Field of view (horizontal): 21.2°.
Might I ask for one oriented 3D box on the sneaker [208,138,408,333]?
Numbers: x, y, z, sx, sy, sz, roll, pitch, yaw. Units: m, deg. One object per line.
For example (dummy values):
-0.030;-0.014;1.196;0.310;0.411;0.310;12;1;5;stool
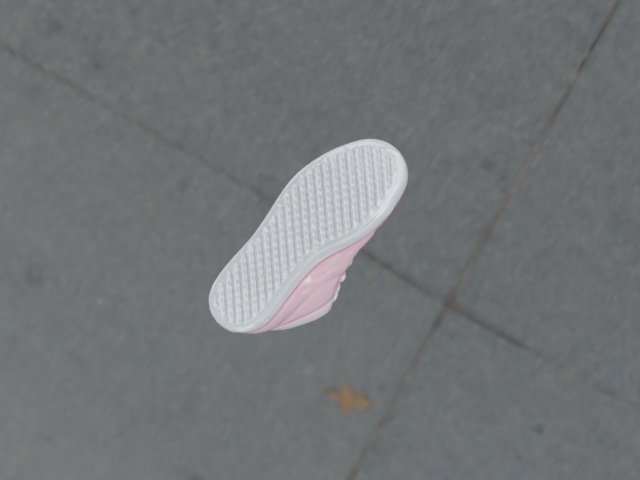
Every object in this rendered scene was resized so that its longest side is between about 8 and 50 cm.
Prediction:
0.000;0.000;0.942;0.134;0.070;0.051;-45;71;8;sneaker
